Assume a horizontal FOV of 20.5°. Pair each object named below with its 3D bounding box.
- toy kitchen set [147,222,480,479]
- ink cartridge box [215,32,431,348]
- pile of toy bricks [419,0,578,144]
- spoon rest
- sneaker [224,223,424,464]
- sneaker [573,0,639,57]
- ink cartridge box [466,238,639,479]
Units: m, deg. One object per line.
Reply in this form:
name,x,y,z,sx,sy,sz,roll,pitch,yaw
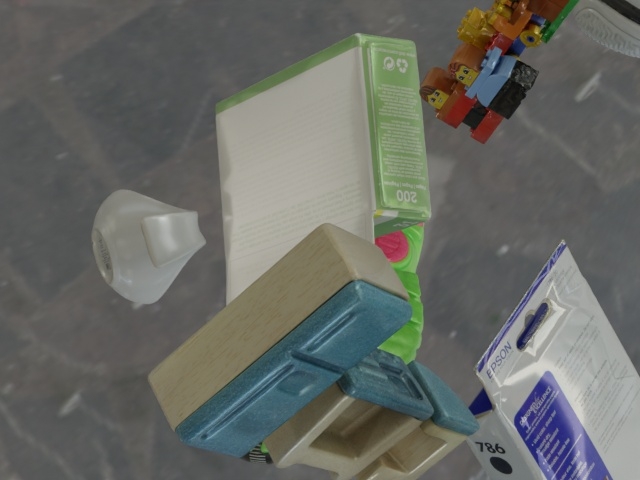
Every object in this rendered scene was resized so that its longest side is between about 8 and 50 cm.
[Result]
toy kitchen set,0.049,0.112,0.877,0.122,0.207,0.166,-41,57,17
ink cartridge box,0.000,0.000,1.166,0.171,0.056,0.235,-19,72,51
pile of toy bricks,0.094,-0.155,0.976,0.105,0.118,0.212,29,145,-3
spoon rest,-0.192,0.004,1.990,0.084,0.276,0.137,-17,93,-20
sneaker,0.000,0.096,1.739,0.185,0.483,0.202,22,117,4
sneaker,0.278,-0.352,1.825,0.366,0.137,0.210,46,134,43
ink cartridge box,0.221,0.173,1.534,0.065,0.165,0.332,0,130,45
